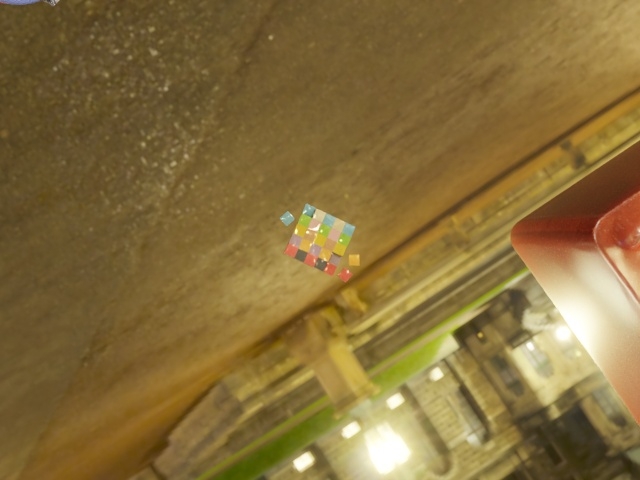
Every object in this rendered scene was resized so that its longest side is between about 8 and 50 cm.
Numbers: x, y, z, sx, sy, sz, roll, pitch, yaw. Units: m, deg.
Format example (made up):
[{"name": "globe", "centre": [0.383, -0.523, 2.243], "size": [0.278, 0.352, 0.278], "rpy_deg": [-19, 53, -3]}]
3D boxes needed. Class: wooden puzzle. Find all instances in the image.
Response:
[{"name": "wooden puzzle", "centre": [0.000, 0.000, 0.829], "size": [0.049, 0.083, 0.006], "rpy_deg": [-66, -172, -5]}]

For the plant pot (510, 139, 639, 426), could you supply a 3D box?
[{"name": "plant pot", "centre": [0.323, 0.019, 0.703], "size": [0.267, 0.267, 0.236], "rpy_deg": [-35, 169, 9]}]

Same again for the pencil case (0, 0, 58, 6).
[{"name": "pencil case", "centre": [-0.345, -0.351, 0.906], "size": [0.133, 0.306, 0.119], "rpy_deg": [-24, 144, -28]}]
